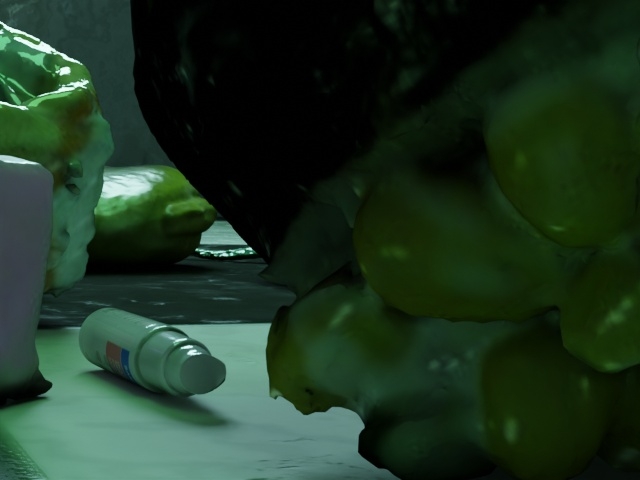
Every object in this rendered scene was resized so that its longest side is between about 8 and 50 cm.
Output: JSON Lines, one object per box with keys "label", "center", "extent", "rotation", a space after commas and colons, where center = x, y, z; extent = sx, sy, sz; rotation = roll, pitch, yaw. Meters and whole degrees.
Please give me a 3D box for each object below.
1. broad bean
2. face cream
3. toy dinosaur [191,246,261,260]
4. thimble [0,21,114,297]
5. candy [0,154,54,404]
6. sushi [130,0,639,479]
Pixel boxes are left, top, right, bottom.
{"label": "broad bean", "center": [-0.269, -0.028, 1.371], "extent": [0.291, 0.119, 0.238], "rotation": [-2, 13, -24]}
{"label": "face cream", "center": [-0.084, 0.056, 0.592], "extent": [0.034, 0.034, 0.130], "rotation": [0, 3, -30]}
{"label": "toy dinosaur", "center": [-0.026, -0.009, 1.547], "extent": [0.383, 0.076, 0.129], "rotation": [-5, 21, 14]}
{"label": "thimble", "center": [-0.289, -0.060, 0.807], "extent": [0.288, 0.167, 0.254], "rotation": [15, 26, -5]}
{"label": "candy", "center": [-0.242, 0.019, 0.476], "extent": [0.156, 0.115, 0.265], "rotation": [6, 6, 25]}
{"label": "sushi", "center": [0.103, -0.035, 0.467], "extent": [0.329, 0.285, 0.328], "rotation": [-21, -15, 30]}
